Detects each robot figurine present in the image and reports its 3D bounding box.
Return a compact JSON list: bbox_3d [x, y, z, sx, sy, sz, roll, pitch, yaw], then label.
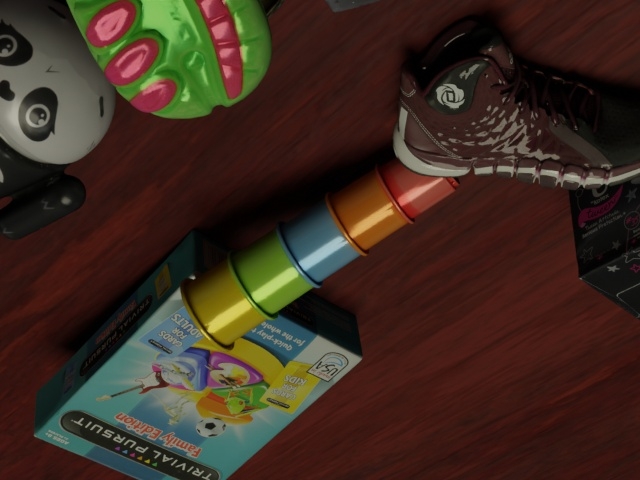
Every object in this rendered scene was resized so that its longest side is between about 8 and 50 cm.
[{"bbox_3d":[-0.328,-0.123,1.317,0.278,0.174,0.209,-21,143,27],"label":"robot figurine"}]

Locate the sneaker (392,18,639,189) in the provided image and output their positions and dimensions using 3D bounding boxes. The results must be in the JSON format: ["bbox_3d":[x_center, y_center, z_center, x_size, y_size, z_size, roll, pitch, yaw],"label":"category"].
[{"bbox_3d":[0.206,-0.138,1.327,0.281,0.106,0.163,-2,138,6],"label":"sneaker"}]

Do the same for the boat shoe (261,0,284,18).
[{"bbox_3d":[-0.085,-0.214,1.290,0.056,0.049,0.152,28,135,-29],"label":"boat shoe"}]

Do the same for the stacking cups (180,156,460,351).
[{"bbox_3d":[0.000,0.000,1.461,0.316,0.096,0.096,-33,131,15],"label":"stacking cups"}]

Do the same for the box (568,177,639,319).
[{"bbox_3d":[0.406,-0.033,1.414,0.163,0.142,0.247,31,134,-32],"label":"box"}]

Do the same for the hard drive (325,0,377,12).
[{"bbox_3d":[0.088,-0.302,1.168,0.254,0.054,0.172,-18,137,23],"label":"hard drive"}]

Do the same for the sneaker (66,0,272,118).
[{"bbox_3d":[-0.172,-0.326,1.055,0.185,0.202,0.483,-15,122,-1],"label":"sneaker"}]

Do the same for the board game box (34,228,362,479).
[{"bbox_3d":[-0.153,0.168,1.688,0.253,0.079,0.336,29,121,-29],"label":"board game box"}]
